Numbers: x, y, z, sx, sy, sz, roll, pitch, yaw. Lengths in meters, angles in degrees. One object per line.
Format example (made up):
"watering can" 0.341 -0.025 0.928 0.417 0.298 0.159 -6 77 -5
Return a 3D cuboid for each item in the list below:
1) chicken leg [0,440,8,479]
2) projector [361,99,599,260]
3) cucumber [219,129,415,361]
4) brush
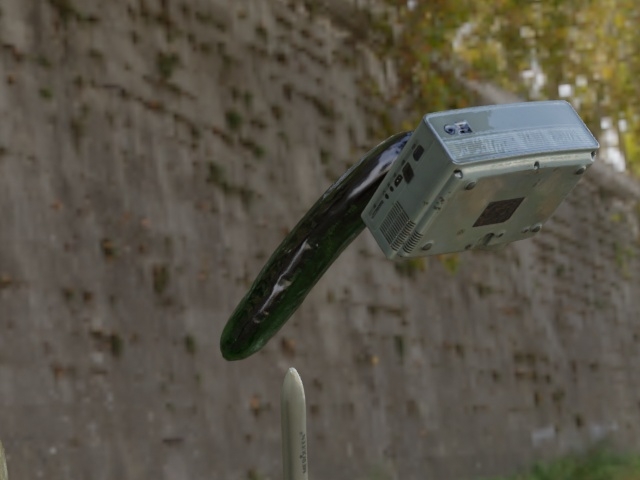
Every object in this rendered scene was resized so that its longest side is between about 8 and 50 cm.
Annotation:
"chicken leg" -0.346 0.058 0.968 0.152 0.429 0.201 -11 18 42
"projector" 0.119 -0.041 1.045 0.147 0.061 0.115 -9 -33 -35
"cucumber" 0.000 0.000 1.319 0.056 0.284 0.056 41 -1 1
"brush" -0.023 0.245 1.259 0.039 0.299 0.042 0 22 5
